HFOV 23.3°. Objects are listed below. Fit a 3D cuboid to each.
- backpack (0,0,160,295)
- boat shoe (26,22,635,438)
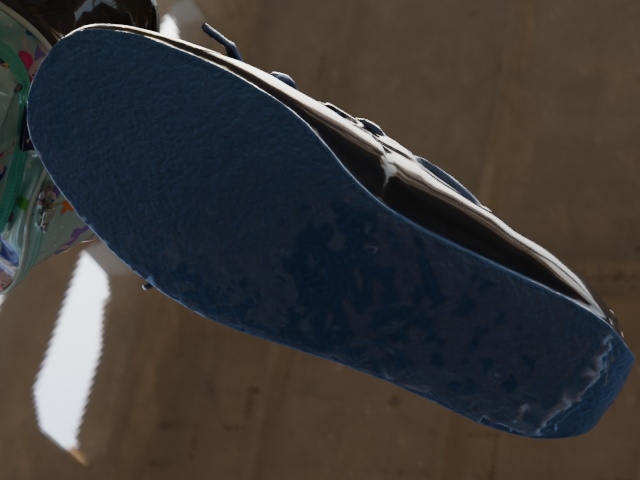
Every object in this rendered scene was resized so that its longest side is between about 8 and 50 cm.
[{"bbox_3d":[-0.233,-0.089,1.011,0.225,0.253,0.191,36,-129,19],"label":"backpack"},{"bbox_3d":[0.000,0.000,0.625,0.109,0.258,0.089,-52,-170,16],"label":"boat shoe"}]
